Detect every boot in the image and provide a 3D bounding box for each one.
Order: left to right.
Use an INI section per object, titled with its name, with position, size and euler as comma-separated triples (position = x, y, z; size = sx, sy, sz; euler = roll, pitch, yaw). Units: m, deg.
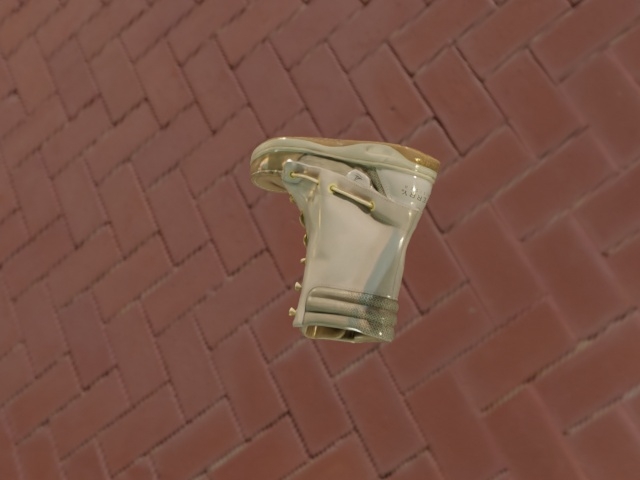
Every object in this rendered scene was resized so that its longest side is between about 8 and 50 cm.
[boot]
position = 0.000, 0.000, 1.143
size = 0.262, 0.095, 0.203
euler = 7, 82, 46
